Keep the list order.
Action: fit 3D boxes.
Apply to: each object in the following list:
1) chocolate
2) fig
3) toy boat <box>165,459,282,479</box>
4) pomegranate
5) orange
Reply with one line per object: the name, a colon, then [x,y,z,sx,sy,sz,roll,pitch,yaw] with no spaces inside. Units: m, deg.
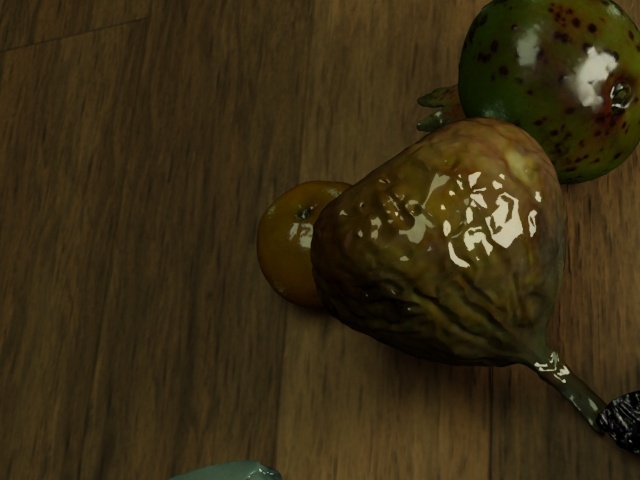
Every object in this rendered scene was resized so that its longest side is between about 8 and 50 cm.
chocolate: [0.330,0.225,1.770,0.072,0.070,0.147,-19,60,0]
fig: [0.167,0.062,1.849,0.286,0.286,0.369,-35,78,-1]
toy boat: [-0.133,0.316,1.919,0.207,0.079,0.134,-20,37,3]
pomegranate: [0.225,-0.175,1.987,0.286,0.231,0.231,1,58,27]
orange: [0.000,0.000,2.042,0.156,0.124,0.156,-14,54,20]
